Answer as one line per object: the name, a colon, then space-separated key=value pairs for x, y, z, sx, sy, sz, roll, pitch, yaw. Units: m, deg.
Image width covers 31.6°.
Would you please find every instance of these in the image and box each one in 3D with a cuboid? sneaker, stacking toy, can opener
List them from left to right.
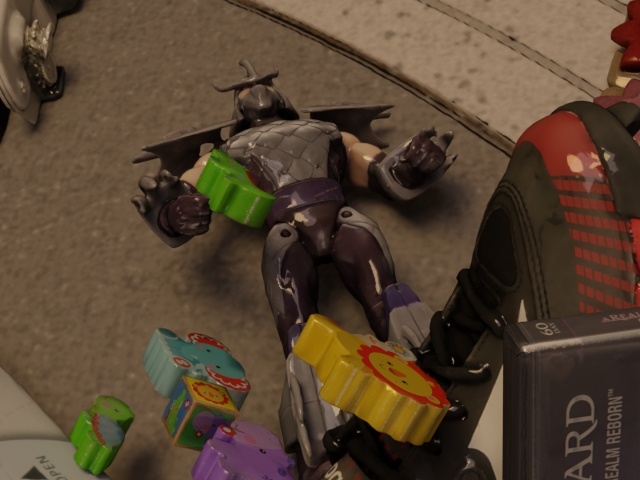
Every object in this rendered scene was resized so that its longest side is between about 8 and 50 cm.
can opener: x=-0.221 y=-0.200 z=0.826 sx=0.093 sy=0.074 sz=0.280 roll=-5 pitch=56 yaw=10
stacking toy: x=-0.042 y=0.075 z=0.494 sx=0.167 sy=0.052 sz=0.221 roll=-61 pitch=31 yaw=15
sneaker: x=0.066 y=0.078 z=0.460 sx=0.135 sy=0.276 sz=0.097 roll=2 pitch=20 yaw=-12

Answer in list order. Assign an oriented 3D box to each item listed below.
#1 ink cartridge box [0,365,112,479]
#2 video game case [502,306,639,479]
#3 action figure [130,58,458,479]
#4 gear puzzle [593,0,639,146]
ink cartridge box: x=-0.242 y=0.155 z=0.440 sx=0.308 sy=0.385 sz=0.091 roll=37 pitch=113 yaw=30
video game case: x=0.203 y=0.105 z=0.431 sx=0.274 sy=0.196 sz=0.026 roll=-6 pitch=23 yaw=-7
action figure: x=0.000 y=0.000 z=0.625 sx=0.185 sy=0.099 sz=0.285 roll=-18 pitch=58 yaw=-7
gear puzzle: x=0.281 y=-0.158 z=0.701 sx=0.175 sy=0.044 sz=0.339 roll=13 pitch=61 yaw=20
